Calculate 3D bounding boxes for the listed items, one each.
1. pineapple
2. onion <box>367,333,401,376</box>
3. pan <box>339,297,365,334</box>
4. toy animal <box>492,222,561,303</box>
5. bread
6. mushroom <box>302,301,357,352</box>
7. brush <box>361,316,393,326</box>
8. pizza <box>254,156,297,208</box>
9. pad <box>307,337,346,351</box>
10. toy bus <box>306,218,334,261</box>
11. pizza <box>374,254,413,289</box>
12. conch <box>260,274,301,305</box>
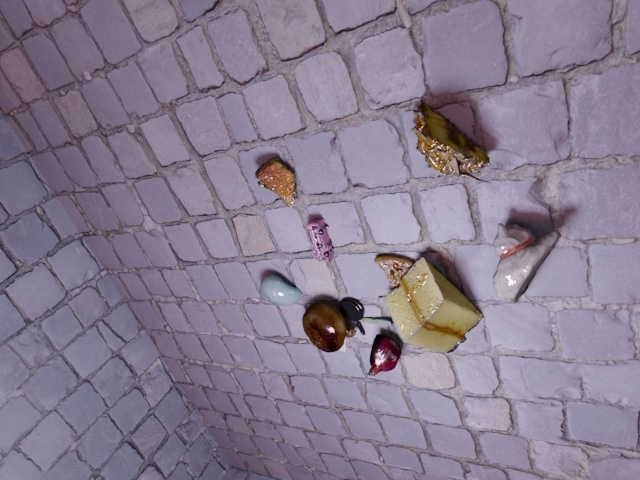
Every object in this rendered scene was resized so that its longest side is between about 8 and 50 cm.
[{"bbox_3d":[0.402,-0.288,1.440,0.334,0.158,0.161,39,132,-1],"label":"pineapple"},{"bbox_3d":[0.299,0.566,2.062,0.139,0.218,0.195,20,137,16],"label":"onion"},{"bbox_3d":[0.169,0.383,2.125,0.136,0.028,0.235,-4,120,42],"label":"pan"},{"bbox_3d":[0.690,0.082,1.555,0.188,0.266,0.308,30,176,26],"label":"toy animal"},{"bbox_3d":[0.498,0.296,1.863,0.404,0.242,0.346,14,134,-35],"label":"bread"},{"bbox_3d":[0.031,0.440,2.156,0.278,0.163,0.297,20,137,19],"label":"mushroom"},{"bbox_3d":[0.271,0.385,2.082,0.178,0.030,0.033,-1,129,42],"label":"brush"},{"bbox_3d":[-0.169,-0.255,1.854,0.226,0.069,0.147,36,111,-2],"label":"pizza"},{"bbox_3d":[0.030,0.514,2.322,0.232,0.004,0.156,14,127,20],"label":"pad"},{"bbox_3d":[0.000,0.000,1.938,0.090,0.063,0.203,1,120,33],"label":"toy bus"},{"bbox_3d":[0.320,0.152,1.872,0.185,0.052,0.195,7,125,29],"label":"pizza"},{"bbox_3d":[-0.212,0.269,2.226,0.221,0.121,0.185,29,161,3],"label":"conch"}]
